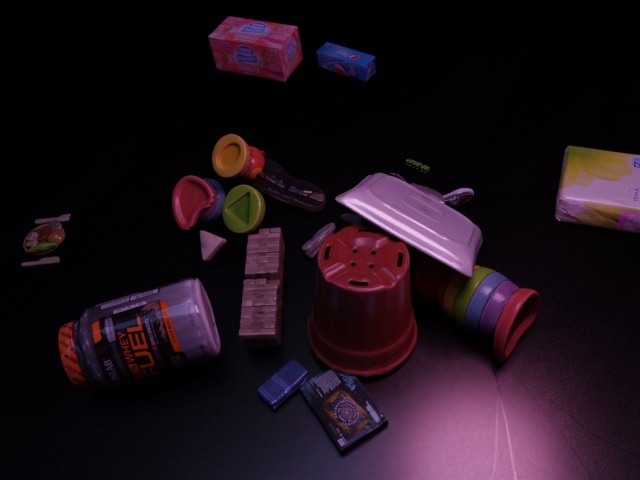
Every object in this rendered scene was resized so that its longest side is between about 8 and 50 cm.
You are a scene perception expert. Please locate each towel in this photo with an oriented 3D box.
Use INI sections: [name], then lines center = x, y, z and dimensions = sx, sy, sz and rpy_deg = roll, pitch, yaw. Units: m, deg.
[towel]
center = -0.087, 0.335, 1.479
dimensions = 0.119, 0.029, 0.067
rpy_deg = -39, 55, -21

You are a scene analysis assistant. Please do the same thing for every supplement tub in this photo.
[supplement tub]
center = -0.426, 0.227, 1.506
dimensions = 0.338, 0.207, 0.207
rpy_deg = -17, 50, -5

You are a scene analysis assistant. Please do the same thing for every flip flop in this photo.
[flip flop]
center = -0.113, -0.154, 1.871
dimensions = 0.277, 0.080, 0.112
rpy_deg = 26, 59, 8

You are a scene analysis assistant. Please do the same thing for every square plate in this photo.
[square plate]
center = 0.237, -0.062, 1.528
dimensions = 0.347, 0.049, 0.344
rpy_deg = 31, 23, 8

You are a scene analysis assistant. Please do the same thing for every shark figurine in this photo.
[shark figurine]
center = 0.190, -0.126, 1.759
dimensions = 0.278, 0.116, 0.166
rpy_deg = -18, 38, 8

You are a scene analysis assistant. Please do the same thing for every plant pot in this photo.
[plant pot]
center = 0.098, 0.124, 1.454
dimensions = 0.272, 0.265, 0.272
rpy_deg = -1, 45, 1

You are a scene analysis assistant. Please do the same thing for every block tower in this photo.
[block tower]
center = -0.146, 0.124, 1.626
dimensions = 0.091, 0.097, 0.335
rpy_deg = -4, 48, 5

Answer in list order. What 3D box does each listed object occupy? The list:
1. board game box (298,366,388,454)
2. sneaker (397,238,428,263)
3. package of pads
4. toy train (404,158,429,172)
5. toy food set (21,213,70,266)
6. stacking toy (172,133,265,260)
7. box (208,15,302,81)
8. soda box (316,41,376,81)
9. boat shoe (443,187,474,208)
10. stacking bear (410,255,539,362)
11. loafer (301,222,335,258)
[board game box]
center = 0.049, 0.372, 1.428
dimensions = 0.126, 0.026, 0.186
rpy_deg = -28, 51, -15
[sneaker]
center = 0.273, 0.030, 1.649
dimensions = 0.221, 0.083, 0.087
rpy_deg = -10, 54, 3
[package of pads]
center = 0.793, -0.131, 1.688
dimensions = 0.296, 0.101, 0.229
rpy_deg = 11, 51, 18
[toy train]
center = 0.292, -0.227, 1.902
dimensions = 0.083, 0.017, 0.023
rpy_deg = 31, 51, 30
[toy food set]
center = -0.823, -0.011, 1.879
dimensions = 0.132, 0.038, 0.192
rpy_deg = -8, 49, 2
[stacking toy]
center = -0.255, -0.109, 1.785
dimensions = 0.309, 0.130, 0.279
rpy_deg = -36, 68, 24
[box]
center = -0.234, -0.702, 2.303
dimensions = 0.300, 0.142, 0.154
rpy_deg = 16, 54, 21
[soda box]
center = 0.091, -0.636, 2.245
dimensions = 0.210, 0.067, 0.071
rpy_deg = 25, 59, 27
[boat shoe]
center = 0.364, -0.106, 1.769
dimensions = 0.142, 0.049, 0.040
rpy_deg = -16, 47, 5
[stacking bear]
center = 0.351, 0.129, 1.508
dimensions = 0.289, 0.164, 0.175
rpy_deg = 27, 59, 33
[loafer]
center = 0.000, 0.000, 1.748
dimensions = 0.125, 0.039, 0.045
rpy_deg = -42, 23, -28
